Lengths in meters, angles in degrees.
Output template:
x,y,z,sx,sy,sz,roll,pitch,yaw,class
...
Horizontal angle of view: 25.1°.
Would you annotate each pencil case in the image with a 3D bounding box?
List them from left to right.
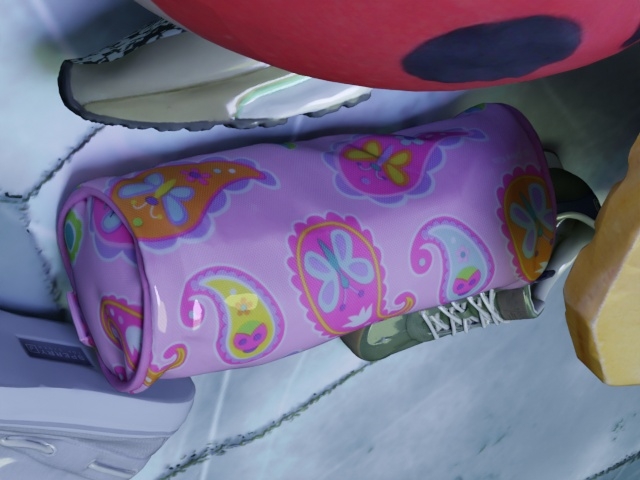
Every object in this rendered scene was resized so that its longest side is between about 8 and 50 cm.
x,y,z,sx,sy,sz,roll,pitch,yaw,class
0.000,0.000,0.809,0.284,0.124,0.124,-14,132,-31,pencil case

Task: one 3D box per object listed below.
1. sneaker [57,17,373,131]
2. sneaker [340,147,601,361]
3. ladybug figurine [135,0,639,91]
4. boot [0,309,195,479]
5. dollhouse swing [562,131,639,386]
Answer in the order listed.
x,y,z,sx,sy,sz,roll,pitch,yaw,class
0.038,-0.196,0.692,0.410,0.158,0.182,-32,108,-9,sneaker
0.106,0.025,0.939,0.192,0.086,0.064,-40,140,-2,sneaker
0.052,-0.194,0.327,0.305,0.162,0.449,-31,148,-21,ladybug figurine
-0.191,0.100,0.765,0.258,0.095,0.123,19,113,-43,boot
0.254,-0.103,0.831,0.305,0.315,0.347,10,118,-24,dollhouse swing
